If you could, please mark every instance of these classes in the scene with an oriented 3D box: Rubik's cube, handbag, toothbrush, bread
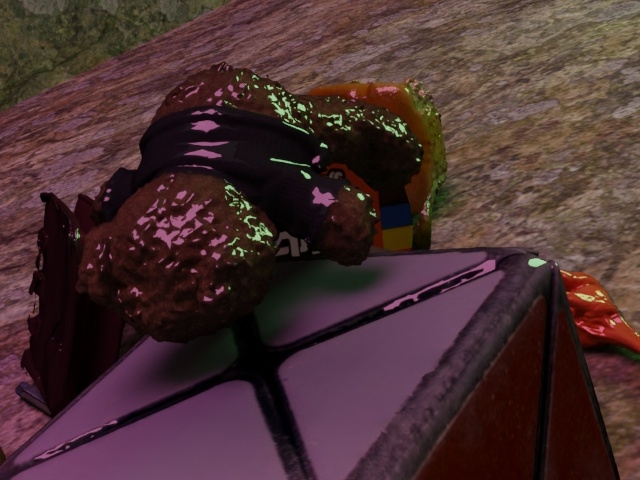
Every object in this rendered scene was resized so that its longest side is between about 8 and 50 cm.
[{"bbox_3d":[0.008,0.168,0.641,0.260,0.259,0.255,-1,28,35],"label":"Rubik's cube"},{"bbox_3d":[-0.252,0.063,1.160,0.074,0.203,0.216,5,8,-24],"label":"handbag"},{"bbox_3d":[-0.261,0.176,1.141,0.019,0.016,0.219,-32,25,-30],"label":"toothbrush"},{"bbox_3d":[0.032,-0.105,1.356,0.245,0.174,0.121,-5,7,29],"label":"bread"}]

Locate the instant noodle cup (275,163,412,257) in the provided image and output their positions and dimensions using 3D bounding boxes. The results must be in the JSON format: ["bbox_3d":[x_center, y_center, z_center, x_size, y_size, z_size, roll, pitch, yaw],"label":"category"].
[{"bbox_3d":[-0.062,-0.004,1.115,0.250,0.250,0.192,-32,19,-27],"label":"instant noodle cup"}]

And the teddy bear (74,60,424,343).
[{"bbox_3d":[-0.051,-0.038,0.670,0.182,0.129,0.251,-12,22,28],"label":"teddy bear"}]

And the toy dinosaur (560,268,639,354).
[{"bbox_3d":[0.223,0.064,0.956,0.101,0.055,0.279,4,21,-3],"label":"toy dinosaur"}]

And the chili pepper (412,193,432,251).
[{"bbox_3d":[0.000,0.000,1.256,0.359,0.076,0.085,1,57,47],"label":"chili pepper"}]

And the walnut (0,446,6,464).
[{"bbox_3d":[-0.355,0.224,0.931,0.207,0.167,0.167,-16,23,12],"label":"walnut"}]
